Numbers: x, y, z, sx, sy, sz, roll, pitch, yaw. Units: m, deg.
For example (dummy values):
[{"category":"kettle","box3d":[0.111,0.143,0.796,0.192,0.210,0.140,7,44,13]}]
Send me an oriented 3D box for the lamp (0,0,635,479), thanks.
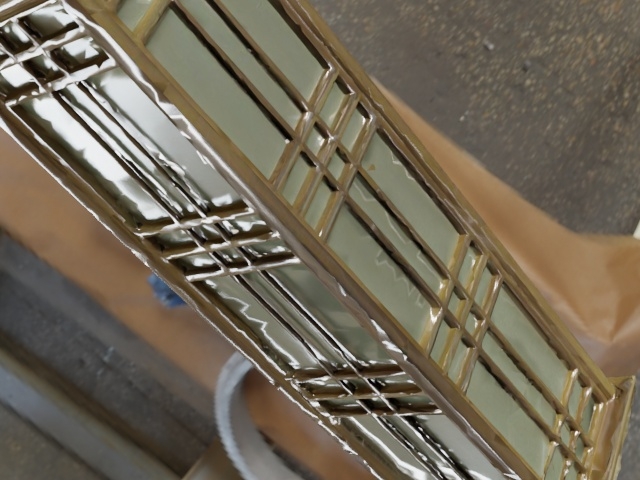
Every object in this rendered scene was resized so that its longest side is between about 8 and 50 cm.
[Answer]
[{"category":"lamp","box3d":[0.000,0.000,0.419,0.090,0.089,0.325,-9,134,41]}]
